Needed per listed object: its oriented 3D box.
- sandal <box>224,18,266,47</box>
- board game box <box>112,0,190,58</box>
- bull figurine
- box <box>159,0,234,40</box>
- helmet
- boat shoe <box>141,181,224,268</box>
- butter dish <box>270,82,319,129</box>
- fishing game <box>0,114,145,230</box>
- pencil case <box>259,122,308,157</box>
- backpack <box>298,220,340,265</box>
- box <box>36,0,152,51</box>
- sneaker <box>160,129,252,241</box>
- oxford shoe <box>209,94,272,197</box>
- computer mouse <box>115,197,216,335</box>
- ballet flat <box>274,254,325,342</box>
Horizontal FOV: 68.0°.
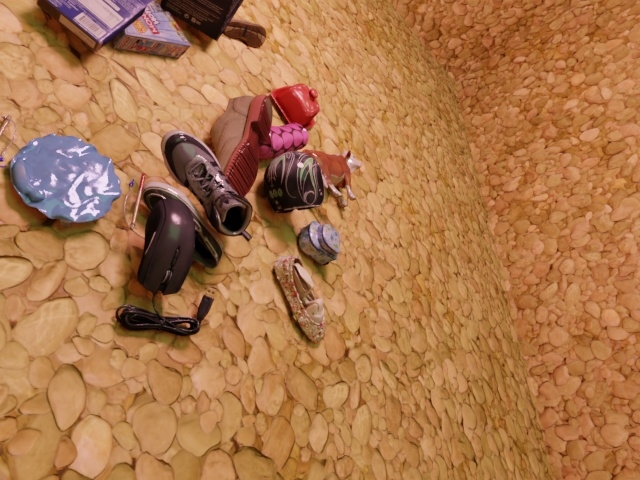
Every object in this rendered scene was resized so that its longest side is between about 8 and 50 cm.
[{"bbox_3d":[-0.244,-0.676,1.523,0.180,0.072,0.049,-6,51,-50],"label":"sandal"},{"bbox_3d":[-0.446,-0.534,1.154,0.194,0.060,0.194,56,34,-9],"label":"board game box"},{"bbox_3d":[0.041,-0.210,1.530,0.310,0.101,0.189,-4,72,-54],"label":"bull figurine"},{"bbox_3d":[-0.265,-0.802,1.323,0.178,0.312,0.343,28,44,-17],"label":"box"},{"bbox_3d":[-0.074,-0.162,1.293,0.169,0.169,0.162,-10,92,-55],"label":"helmet"},{"bbox_3d":[-0.285,-0.030,0.987,0.219,0.077,0.070,46,20,-24],"label":"boat shoe"},{"bbox_3d":[-0.058,-0.455,1.555,0.160,0.118,0.160,57,35,-8],"label":"butter dish"},{"bbox_3d":[-0.458,-0.108,0.863,0.264,0.041,0.189,21,50,-34],"label":"fishing game"},{"bbox_3d":[-0.124,-0.301,1.394,0.098,0.095,0.209,31,26,19],"label":"pencil case"},{"bbox_3d":[0.000,0.000,1.346,0.114,0.084,0.105,32,42,-33],"label":"backpack"},{"bbox_3d":[-0.480,-0.520,1.035,0.136,0.036,0.225,39,50,-19],"label":"box"},{"bbox_3d":[-0.226,-0.111,0.999,0.101,0.153,0.269,-39,122,-13],"label":"sneaker"},{"bbox_3d":[-0.226,-0.226,1.207,0.123,0.130,0.348,75,27,-56],"label":"oxford shoe"},{"bbox_3d":[-0.263,0.058,0.914,0.184,0.060,0.262,28,67,-42],"label":"computer mouse"},{"bbox_3d":[-0.040,0.144,1.200,0.091,0.077,0.241,-30,92,-57],"label":"ballet flat"}]
